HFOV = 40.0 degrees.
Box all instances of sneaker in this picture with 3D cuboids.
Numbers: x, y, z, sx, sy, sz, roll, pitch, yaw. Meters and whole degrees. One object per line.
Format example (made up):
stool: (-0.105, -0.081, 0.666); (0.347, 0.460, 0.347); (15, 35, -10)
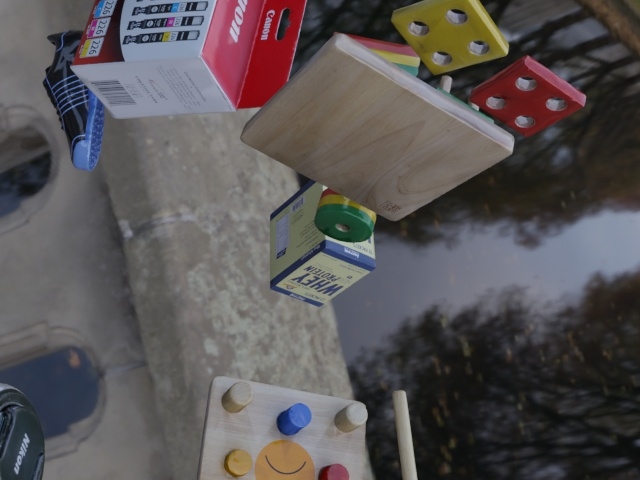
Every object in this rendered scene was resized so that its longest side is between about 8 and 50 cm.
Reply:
sneaker: (-0.401, -0.226, 1.420); (0.081, 0.091, 0.232); (100, -10, -81)

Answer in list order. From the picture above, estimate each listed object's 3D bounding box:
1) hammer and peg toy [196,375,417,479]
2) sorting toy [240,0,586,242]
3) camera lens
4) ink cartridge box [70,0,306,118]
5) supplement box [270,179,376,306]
hammer and peg toy: (-0.006, 0.350, 1.324); (0.362, 0.127, 0.265); (13, 61, -16)
sorting toy: (0.040, -0.082, 0.567); (0.132, 0.274, 0.046); (26, 61, -20)
camera lens: (-0.585, 0.339, 1.353); (0.219, 0.274, 0.219); (-7, 90, -80)
ink cartridge box: (-0.170, -0.340, 1.255); (0.130, 0.272, 0.309); (56, 38, -56)
supplement box: (0.000, 0.000, 0.783); (0.056, 0.083, 0.083); (22, 49, -31)
